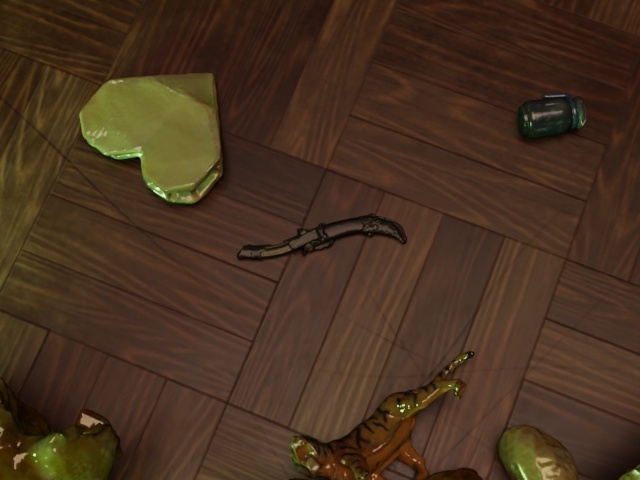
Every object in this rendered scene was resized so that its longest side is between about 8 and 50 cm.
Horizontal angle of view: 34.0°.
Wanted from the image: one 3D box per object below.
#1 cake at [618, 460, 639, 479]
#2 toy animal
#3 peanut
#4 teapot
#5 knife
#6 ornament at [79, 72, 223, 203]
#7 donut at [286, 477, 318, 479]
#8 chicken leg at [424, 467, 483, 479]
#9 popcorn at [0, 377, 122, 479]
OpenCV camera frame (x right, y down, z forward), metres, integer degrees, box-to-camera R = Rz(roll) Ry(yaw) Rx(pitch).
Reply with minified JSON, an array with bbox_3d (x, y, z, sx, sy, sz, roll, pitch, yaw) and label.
[{"bbox_3d":[0.491,0.290,1.143,0.290,0.256,0.282,-37,75,-12],"label":"cake"},{"bbox_3d":[0.093,0.223,1.264,0.255,0.114,0.116,-38,47,-22],"label":"toy animal"},{"bbox_3d":[0.273,0.289,1.225,0.080,0.080,0.174,-29,61,-5],"label":"peanut"},{"bbox_3d":[0.303,-0.164,1.379,0.083,0.063,0.049,-7,106,-2],"label":"teapot"},{"bbox_3d":[0.000,-0.006,1.357,0.222,0.021,0.046,-7,78,0],"label":"knife"},{"bbox_3d":[-0.202,-0.159,1.389,0.201,0.059,0.180,35,76,13],"label":"ornament"},{"bbox_3d":[-0.028,0.413,1.208,0.272,0.107,0.272,-1,79,5],"label":"donut"},{"bbox_3d":[0.221,0.360,1.220,0.251,0.087,0.107,32,89,4],"label":"chicken leg"},{"bbox_3d":[-0.415,0.264,1.145,0.321,0.326,0.290,28,82,0],"label":"popcorn"}]
